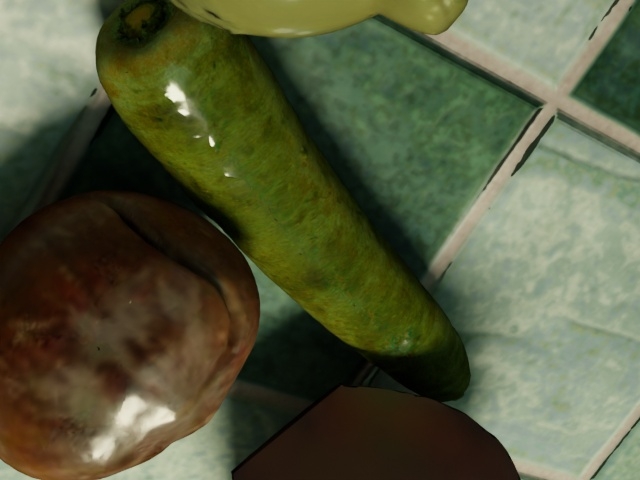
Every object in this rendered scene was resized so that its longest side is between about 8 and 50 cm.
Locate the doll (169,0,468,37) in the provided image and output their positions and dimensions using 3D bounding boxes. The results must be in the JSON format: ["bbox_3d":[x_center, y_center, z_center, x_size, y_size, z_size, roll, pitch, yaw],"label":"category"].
[{"bbox_3d":[-0.043,-0.190,0.428,0.161,0.177,0.260,-43,127,1],"label":"doll"}]

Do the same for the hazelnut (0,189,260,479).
[{"bbox_3d":[-0.104,0.051,0.582,0.154,0.143,0.143,-40,131,-18],"label":"hazelnut"}]

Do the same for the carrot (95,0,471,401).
[{"bbox_3d":[0.000,0.000,0.648,0.074,0.074,0.358,-38,132,3],"label":"carrot"}]

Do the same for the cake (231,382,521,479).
[{"bbox_3d":[0.033,0.186,0.739,0.185,0.178,0.207,-9,87,-3],"label":"cake"}]
